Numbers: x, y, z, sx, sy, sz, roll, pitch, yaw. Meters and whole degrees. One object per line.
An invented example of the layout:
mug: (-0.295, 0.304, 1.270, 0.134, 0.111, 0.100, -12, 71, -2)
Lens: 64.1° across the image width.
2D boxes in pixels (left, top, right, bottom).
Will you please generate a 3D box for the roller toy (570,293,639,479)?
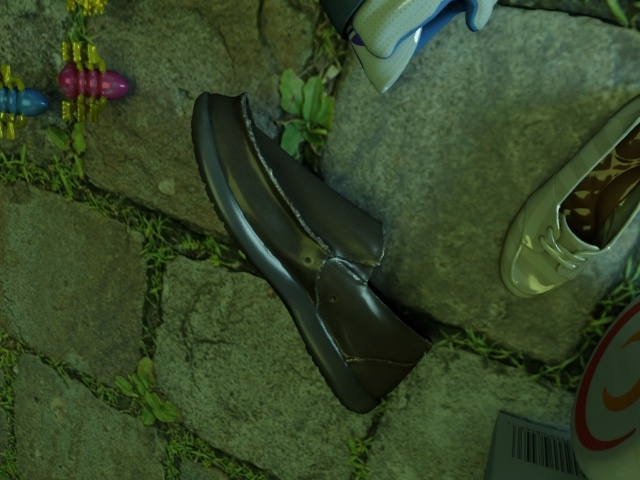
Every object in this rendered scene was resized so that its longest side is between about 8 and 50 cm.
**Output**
roller toy: (0.307, 0.133, 0.390, 0.146, 0.209, 0.191, 28, 83, 11)

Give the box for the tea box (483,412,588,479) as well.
tea box: (0.298, 0.390, 0.465, 0.328, 0.220, 0.324, 10, 109, 20)

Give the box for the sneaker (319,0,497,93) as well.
sneaker: (-0.008, -0.239, 0.438, 0.322, 0.130, 0.237, -7, 100, 19)

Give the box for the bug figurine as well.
bug figurine: (-0.319, -0.253, 0.597, 0.216, 0.072, 0.279, 14, 107, 11)

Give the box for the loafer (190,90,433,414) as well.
loafer: (0.000, 0.000, 0.531, 0.130, 0.134, 0.366, -30, 105, 5)

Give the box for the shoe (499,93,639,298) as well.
shoe: (0.230, -0.032, 0.446, 0.076, 0.058, 0.219, 34, 116, 9)
